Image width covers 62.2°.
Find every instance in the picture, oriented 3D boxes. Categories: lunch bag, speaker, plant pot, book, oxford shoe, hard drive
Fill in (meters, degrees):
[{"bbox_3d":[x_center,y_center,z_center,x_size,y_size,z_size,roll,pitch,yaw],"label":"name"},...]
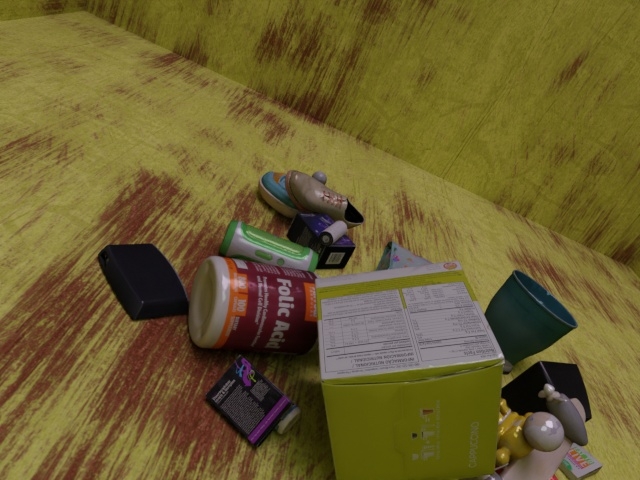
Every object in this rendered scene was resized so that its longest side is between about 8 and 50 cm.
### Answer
[{"bbox_3d":[0.319,0.126,1.930,0.223,0.160,0.262,25,32,-2],"label":"lunch bag"},{"bbox_3d":[-0.162,0.039,1.673,0.296,0.131,0.131,22,26,-11],"label":"speaker"},{"bbox_3d":[0.691,0.287,1.843,0.271,0.255,0.272,33,21,-14],"label":"plant pot"},{"bbox_3d":[0.731,0.636,1.527,0.144,0.035,0.096,3,31,-38],"label":"book"},{"bbox_3d":[0.696,0.489,1.606,0.188,0.187,0.167,12,41,-28],"label":"plant pot"},{"bbox_3d":[0.045,-0.026,1.816,0.055,0.055,0.136,32,28,11],"label":"speaker"},{"bbox_3d":[0.024,-0.161,2.025,0.146,0.141,0.397,-4,-24,39],"label":"oxford shoe"},{"bbox_3d":[-0.454,0.095,1.375,0.171,0.054,0.255,-2,38,-45],"label":"hard drive"}]

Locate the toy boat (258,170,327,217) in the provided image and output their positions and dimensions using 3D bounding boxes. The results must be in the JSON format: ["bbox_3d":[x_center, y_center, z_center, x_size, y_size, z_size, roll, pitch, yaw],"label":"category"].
[{"bbox_3d":[-0.099,-0.210,2.161,0.267,0.148,0.318,40,29,25],"label":"toy boat"}]

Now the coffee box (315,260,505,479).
[{"bbox_3d":[0.174,0.288,1.153,0.337,0.338,0.334,-7,31,1],"label":"coffee box"}]

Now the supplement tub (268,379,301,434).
[{"bbox_3d":[-0.102,0.370,1.182,0.107,0.071,0.071,38,28,20],"label":"supplement tub"}]

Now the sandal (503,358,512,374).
[{"bbox_3d":[0.509,0.317,1.747,0.302,0.086,0.120,37,24,25],"label":"sandal"}]

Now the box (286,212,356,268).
[{"bbox_3d":[0.000,0.000,1.915,0.153,0.108,0.207,0,37,-42],"label":"box"}]

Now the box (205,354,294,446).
[{"bbox_3d":[-0.154,0.344,1.146,0.162,0.116,0.029,38,-12,19],"label":"box"}]

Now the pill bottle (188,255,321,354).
[{"bbox_3d":[-0.115,0.176,1.352,0.391,0.224,0.224,11,30,-29],"label":"pill bottle"}]

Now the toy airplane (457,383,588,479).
[{"bbox_3d":[0.492,0.512,1.244,0.384,0.273,0.386,13,44,-6],"label":"toy airplane"}]
